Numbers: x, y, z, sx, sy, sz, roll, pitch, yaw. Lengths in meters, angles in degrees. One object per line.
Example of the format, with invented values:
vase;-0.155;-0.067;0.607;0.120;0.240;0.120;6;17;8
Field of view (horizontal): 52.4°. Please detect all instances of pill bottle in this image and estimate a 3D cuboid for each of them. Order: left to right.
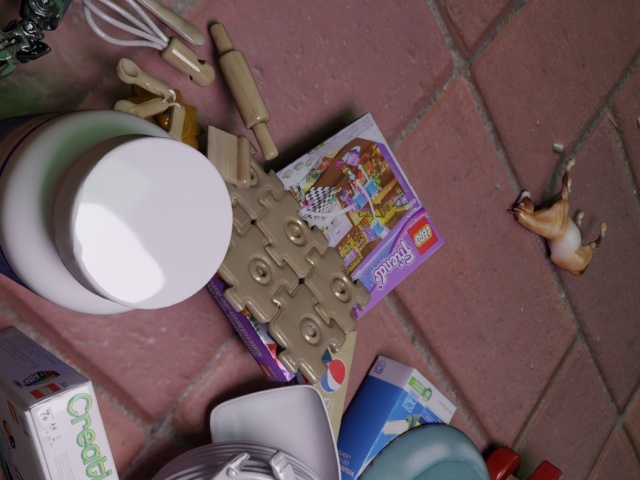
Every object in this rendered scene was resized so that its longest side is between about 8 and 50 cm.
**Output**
pill bottle;-0.187;-0.026;0.516;0.152;0.272;0.152;-8;102;-39

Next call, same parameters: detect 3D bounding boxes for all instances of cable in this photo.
cable;-0.098;0.346;0.710;0.257;0.089;0.257;-30;109;3

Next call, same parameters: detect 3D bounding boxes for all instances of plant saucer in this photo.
plant saucer;0.147;0.419;0.912;0.318;0.044;0.317;-5;98;-37

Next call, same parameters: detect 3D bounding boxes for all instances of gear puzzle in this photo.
gear puzzle;-0.087;-0.016;0.663;0.339;0.044;0.175;52;37;-10

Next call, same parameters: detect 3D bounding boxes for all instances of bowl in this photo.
bowl;-0.053;0.244;0.779;0.142;0.053;0.142;-13;90;0

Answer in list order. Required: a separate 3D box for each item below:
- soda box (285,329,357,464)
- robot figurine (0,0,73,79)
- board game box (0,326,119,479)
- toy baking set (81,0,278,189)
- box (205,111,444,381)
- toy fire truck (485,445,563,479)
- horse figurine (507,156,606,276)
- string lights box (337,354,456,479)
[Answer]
soda box;-0.007;0.198;0.846;0.061;0.058;0.181;11;89;-41
robot figurine;-0.335;-0.193;0.488;0.291;0.085;0.211;-47;124;-24
board game box;-0.226;0.242;0.578;0.053;0.193;0.305;-22;111;-37
toy baking set;-0.134;-0.170;0.640;0.197;0.030;0.256;-6;72;-54
box;0.000;0.000;0.788;0.293;0.057;0.201;-37;101;-30
toy fire truck;0.330;0.531;1.132;0.302;0.169;0.254;-42;139;-27
horse figurine;0.452;-0.021;1.197;0.174;0.066;0.263;-54;124;-28
string lights box;0.078;0.312;0.923;0.133;0.077;0.259;45;69;-36
